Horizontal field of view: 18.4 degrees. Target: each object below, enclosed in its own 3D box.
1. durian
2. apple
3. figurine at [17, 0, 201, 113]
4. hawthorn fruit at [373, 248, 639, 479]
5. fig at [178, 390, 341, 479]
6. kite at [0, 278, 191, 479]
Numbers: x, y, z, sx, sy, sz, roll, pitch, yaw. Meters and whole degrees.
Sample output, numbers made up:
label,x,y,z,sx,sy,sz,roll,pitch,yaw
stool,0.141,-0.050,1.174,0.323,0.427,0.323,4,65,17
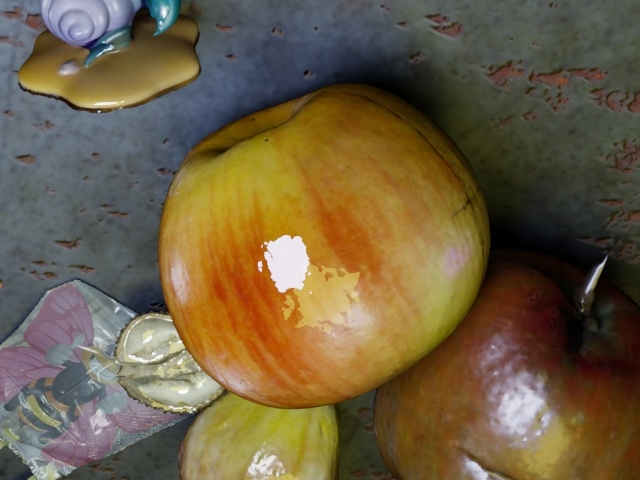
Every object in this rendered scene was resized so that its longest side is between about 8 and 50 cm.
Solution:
label,x,y,z,sx,sy,sz,roll,pitch,yaw
durian,-0.119,0.094,1.813,0.140,0.071,0.110,-25,115,17
apple,0.000,0.000,1.647,0.286,0.286,0.233,-27,106,10
figurine,-0.159,-0.252,1.523,0.181,0.208,0.257,-36,135,-38
hawthorn fruit,0.189,0.130,1.770,0.268,0.268,0.301,10,115,-14
fig,-0.033,0.156,1.844,0.159,0.159,0.257,17,100,-18
kite,-0.289,0.184,1.880,0.360,0.022,0.204,-36,121,14
